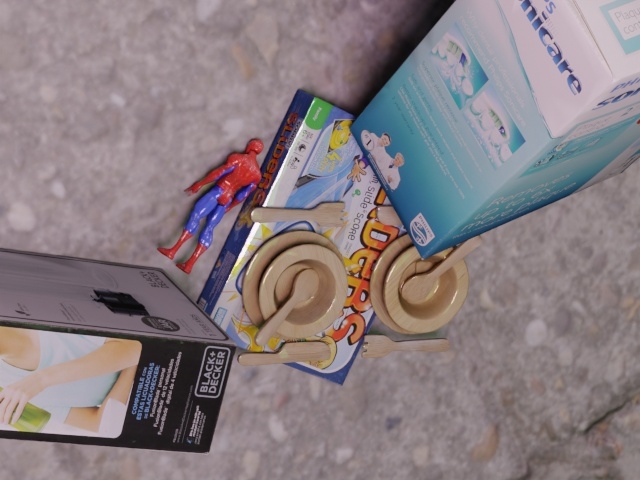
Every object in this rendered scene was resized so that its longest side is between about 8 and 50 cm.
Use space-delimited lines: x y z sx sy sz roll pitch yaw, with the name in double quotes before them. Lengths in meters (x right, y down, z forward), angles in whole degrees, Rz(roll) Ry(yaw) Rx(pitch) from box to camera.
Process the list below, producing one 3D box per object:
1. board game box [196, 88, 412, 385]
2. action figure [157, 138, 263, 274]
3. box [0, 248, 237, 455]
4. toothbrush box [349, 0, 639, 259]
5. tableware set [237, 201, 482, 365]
"board game box" 0.000 0.000 1.341 0.136 0.035 0.201 23 95 -29
"action figure" -0.080 -0.030 1.299 0.038 0.030 0.115 43 80 -34
"box" -0.225 0.068 1.183 0.290 0.169 0.087 8 104 -28
"toothbrush box" 0.184 -0.127 1.216 0.216 0.295 0.126 -22 76 -30
"tableware set" 0.034 0.037 1.324 0.194 0.039 0.128 -2 106 -24
